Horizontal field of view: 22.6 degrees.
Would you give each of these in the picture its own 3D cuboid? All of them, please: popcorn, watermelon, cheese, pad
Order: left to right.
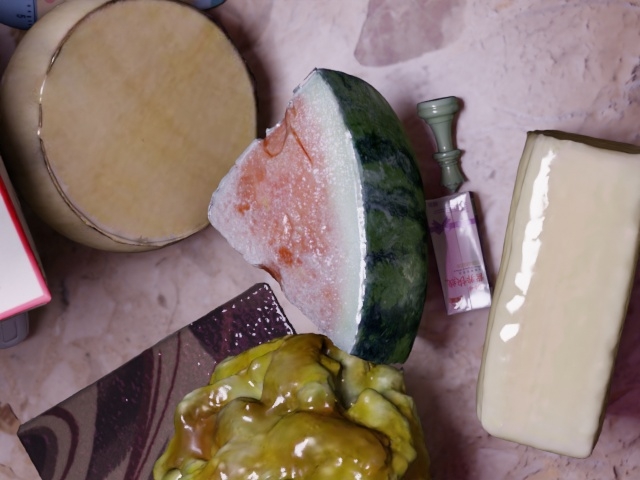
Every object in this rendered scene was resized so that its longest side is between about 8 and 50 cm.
[{"bbox_3d":[-0.140,0.214,1.665,0.330,0.004,0.220,-32,86,14],"label":"pad"},{"bbox_3d":[-0.027,0.218,1.506,0.282,0.282,0.247,-7,128,14],"label":"popcorn"},{"bbox_3d":[0.000,0.000,1.494,0.201,0.213,0.261,-12,74,22],"label":"watermelon"},{"bbox_3d":[0.220,0.038,1.443,0.124,0.242,0.265,12,97,13],"label":"cheese"}]

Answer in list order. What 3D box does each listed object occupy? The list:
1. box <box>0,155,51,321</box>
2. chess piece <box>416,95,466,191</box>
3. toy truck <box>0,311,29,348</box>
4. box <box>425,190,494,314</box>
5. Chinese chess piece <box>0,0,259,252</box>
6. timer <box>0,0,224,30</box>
[{"bbox_3d":[-0.433,-0.034,1.403,0.312,0.300,0.314,-23,97,-12],"label":"box"},{"bbox_3d":[0.121,-0.093,1.567,0.042,0.042,0.093,-8,98,14],"label":"chess piece"},{"bbox_3d":[-0.401,0.062,1.626,0.216,0.110,0.116,0,57,-8],"label":"toy truck"},{"bbox_3d":[0.137,0.012,1.569,0.051,0.036,0.117,-10,92,14],"label":"box"},{"bbox_3d":[-0.183,-0.116,1.535,0.104,0.257,0.257,6,96,54],"label":"Chinese chess piece"},{"bbox_3d":[-0.239,-0.290,1.581,0.256,0.175,0.175,-2,93,13],"label":"timer"}]
